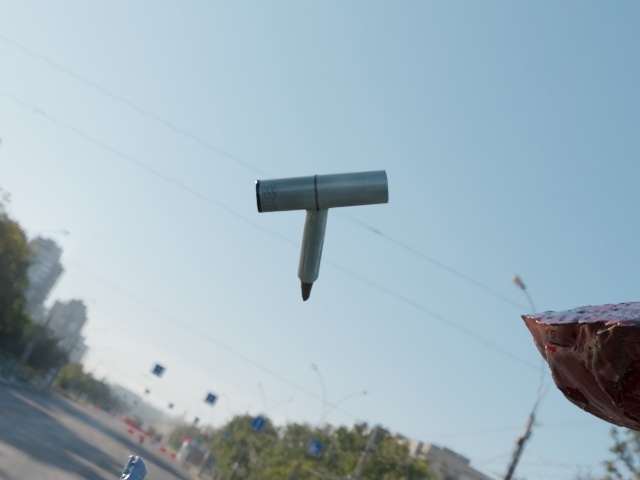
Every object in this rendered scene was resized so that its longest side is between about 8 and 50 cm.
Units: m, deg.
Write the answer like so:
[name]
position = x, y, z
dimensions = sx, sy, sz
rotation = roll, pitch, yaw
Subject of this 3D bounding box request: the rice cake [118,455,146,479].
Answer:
[rice cake]
position = -0.309, 0.422, 1.377
dimensions = 0.037, 0.189, 0.198
rotation = 24, -54, -9

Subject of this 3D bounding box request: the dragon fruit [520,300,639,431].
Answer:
[dragon fruit]
position = 0.351, 0.129, 0.869
dimensions = 0.316, 0.152, 0.205
rotation = -6, -1, 11

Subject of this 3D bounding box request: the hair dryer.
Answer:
[hair dryer]
position = 0.008, 0.001, 1.149
dimensions = 0.154, 0.044, 0.183
rotation = -4, -56, 3
